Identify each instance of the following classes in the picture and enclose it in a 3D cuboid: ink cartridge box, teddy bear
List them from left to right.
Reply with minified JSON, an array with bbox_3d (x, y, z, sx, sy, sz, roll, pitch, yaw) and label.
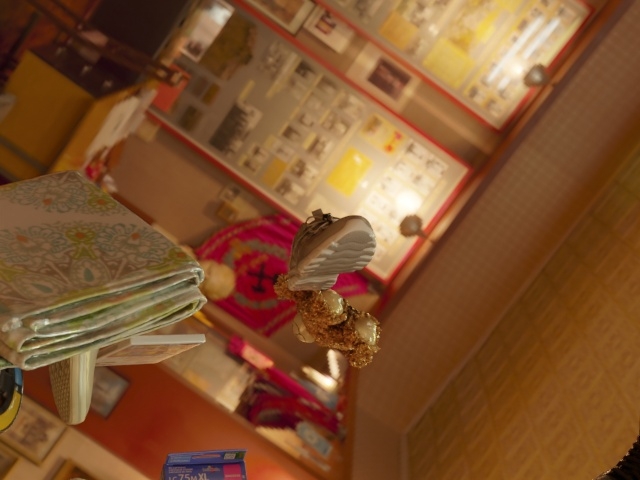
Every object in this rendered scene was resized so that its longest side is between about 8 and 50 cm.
[{"bbox_3d":[-0.275,0.574,2.129,0.311,0.185,0.065,109,-24,-44],"label":"ink cartridge box"},{"bbox_3d":[0.011,0.166,1.918,0.113,0.245,0.338,-56,-154,-8],"label":"teddy bear"}]

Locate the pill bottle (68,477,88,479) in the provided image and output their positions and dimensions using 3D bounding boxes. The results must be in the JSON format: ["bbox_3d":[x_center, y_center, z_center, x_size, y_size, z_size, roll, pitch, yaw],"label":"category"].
[{"bbox_3d":[-0.379,0.601,1.497,0.224,0.224,0.392,141,-28,-72],"label":"pill bottle"}]

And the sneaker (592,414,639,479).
[{"bbox_3d":[0.599,0.393,1.722,0.295,0.123,0.179,-18,123,-33],"label":"sneaker"}]

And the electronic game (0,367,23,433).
[{"bbox_3d":[-0.589,0.230,1.664,0.048,0.229,0.229,-10,-165,9],"label":"electronic game"}]

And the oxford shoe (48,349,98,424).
[{"bbox_3d":[-0.445,0.122,1.799,0.169,0.130,0.450,-19,-111,53],"label":"oxford shoe"}]

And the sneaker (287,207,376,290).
[{"bbox_3d":[0.000,0.000,1.468,0.281,0.105,0.115,144,-58,-65],"label":"sneaker"}]

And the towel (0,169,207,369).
[{"bbox_3d":[-0.385,0.029,1.300,0.320,0.374,0.090,-17,130,-44],"label":"towel"}]

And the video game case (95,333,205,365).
[{"bbox_3d":[-0.382,0.237,2.038,0.183,0.023,0.201,-25,160,38],"label":"video game case"}]
